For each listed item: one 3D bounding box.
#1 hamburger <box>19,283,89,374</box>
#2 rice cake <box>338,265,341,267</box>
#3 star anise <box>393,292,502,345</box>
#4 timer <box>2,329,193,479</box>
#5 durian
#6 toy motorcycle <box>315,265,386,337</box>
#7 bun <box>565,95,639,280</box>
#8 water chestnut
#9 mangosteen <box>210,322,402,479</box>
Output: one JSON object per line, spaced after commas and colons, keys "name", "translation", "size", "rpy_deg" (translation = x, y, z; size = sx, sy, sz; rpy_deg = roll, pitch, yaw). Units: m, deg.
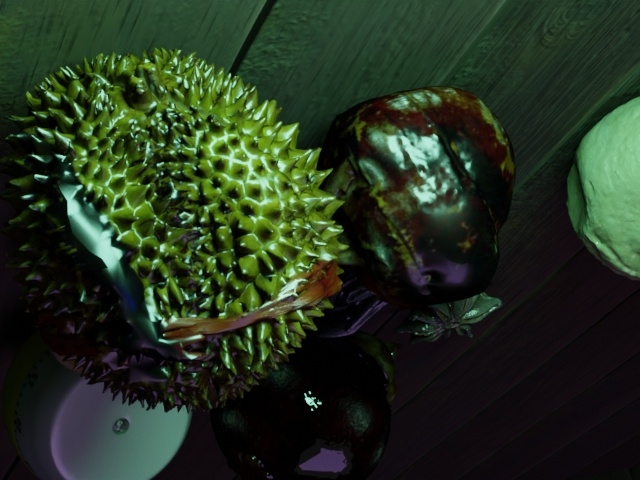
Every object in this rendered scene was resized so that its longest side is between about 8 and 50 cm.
{"name": "hamburger", "translation": [-0.225, 0.044, 1.597], "size": [0.302, 0.170, 0.302], "rpy_deg": [-16, 153, -8]}
{"name": "rice cake", "translation": [0.038, 0.064, 1.981], "size": [0.270, 0.049, 0.055], "rpy_deg": [2, 129, -39]}
{"name": "star anise", "translation": [0.221, 0.119, 2.223], "size": [0.195, 0.065, 0.182], "rpy_deg": [-7, 151, -14]}
{"name": "timer", "translation": [-0.339, 0.214, 1.862], "size": [0.285, 0.285, 0.285], "rpy_deg": [-15, 157, -6]}
{"name": "durian", "translation": [-0.148, -0.003, 1.305], "size": [0.347, 0.347, 0.384], "rpy_deg": [-12, 125, -13]}
{"name": "toy motorcycle", "translation": [0.127, 0.041, 1.899], "size": [0.307, 0.108, 0.173], "rpy_deg": [-25, 152, -18]}
{"name": "bun", "translation": [0.520, -0.068, 1.800], "size": [0.352, 0.227, 0.349], "rpy_deg": [-28, 153, 19]}
{"name": "water chestnut", "translation": [0.101, -0.048, 1.531], "size": [0.244, 0.289, 0.289], "rpy_deg": [16, 155, 4]}
{"name": "mangosteen", "translation": [-0.009, 0.258, 2.105], "size": [0.347, 0.307, 0.307], "rpy_deg": [-41, 169, -29]}
